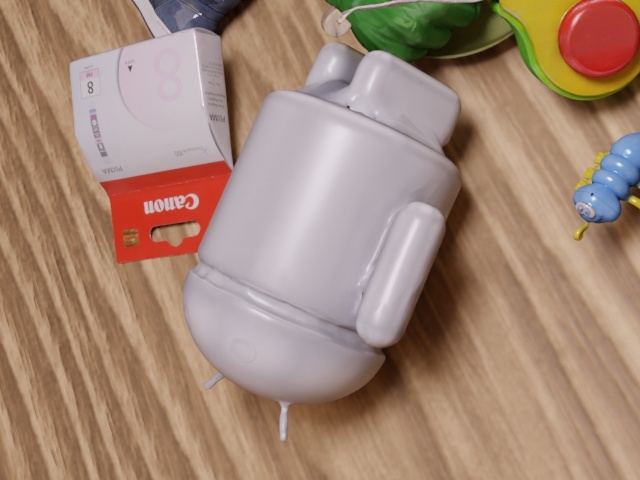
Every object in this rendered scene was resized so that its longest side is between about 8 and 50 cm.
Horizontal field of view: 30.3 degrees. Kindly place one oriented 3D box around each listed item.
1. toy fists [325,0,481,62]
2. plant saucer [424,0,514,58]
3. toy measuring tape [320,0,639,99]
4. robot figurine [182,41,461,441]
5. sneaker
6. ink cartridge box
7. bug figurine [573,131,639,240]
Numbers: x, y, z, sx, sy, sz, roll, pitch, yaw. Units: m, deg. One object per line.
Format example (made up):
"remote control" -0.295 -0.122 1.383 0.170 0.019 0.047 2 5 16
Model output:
"toy fists" 0.127 -0.293 1.110 0.279 0.096 0.142 -54 48 11
"plant saucer" 0.149 -0.288 1.172 0.241 0.037 0.241 -10 70 31
"toy measuring tape" 0.170 -0.172 1.034 0.330 0.121 0.121 -9 69 -1
"robot figurine" 0.000 0.000 1.089 0.300 0.199 0.354 26 92 58
"sneaker" -0.162 -0.334 1.354 0.163 0.086 0.226 -49 65 26
"ink cartridge box" -0.184 -0.100 1.300 0.189 0.066 0.232 -8 83 32
"bug figurine" 0.339 -0.056 0.933 0.279 0.072 0.216 26 77 36
